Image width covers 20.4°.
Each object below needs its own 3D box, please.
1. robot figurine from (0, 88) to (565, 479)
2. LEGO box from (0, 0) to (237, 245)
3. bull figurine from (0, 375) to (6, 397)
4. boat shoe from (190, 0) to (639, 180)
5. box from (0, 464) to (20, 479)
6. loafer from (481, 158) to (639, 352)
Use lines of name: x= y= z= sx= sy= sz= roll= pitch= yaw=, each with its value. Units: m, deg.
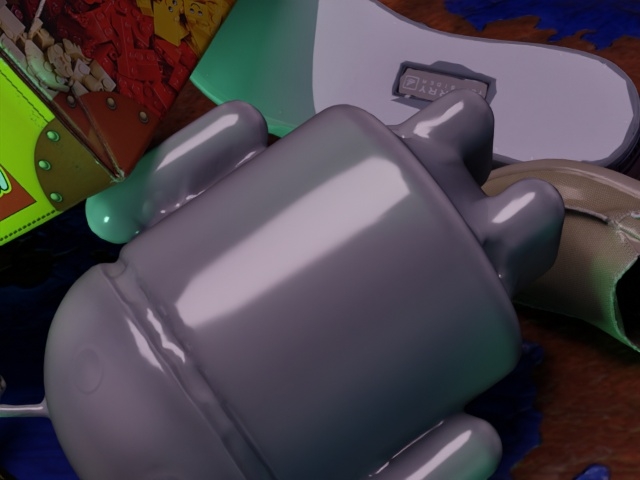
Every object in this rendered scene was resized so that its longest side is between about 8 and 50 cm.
robot figurine: x=-0.019 y=0.056 z=1.082 sx=0.353 sy=0.200 sz=0.300 roll=-34 pitch=70 yaw=-6
LEGO box: x=-0.299 y=-0.133 z=1.306 sx=0.500 sy=0.193 sz=0.372 roll=-24 pitch=27 yaw=37
bull figurine: x=-0.373 y=0.118 z=1.190 sx=0.310 sy=0.188 sz=0.101 roll=-19 pitch=12 yaw=5
boat shoe: x=0.070 y=-0.101 z=1.330 sx=0.367 sy=0.156 sz=0.136 roll=14 pitch=73 yaw=19
box: x=-0.223 y=0.270 z=0.878 sx=0.257 sy=0.079 sz=0.322 roll=28 pitch=87 yaw=45
loafer: x=0.194 y=0.016 z=1.156 sx=0.268 sy=0.102 sz=0.092 roll=8 pitch=37 yaw=28
